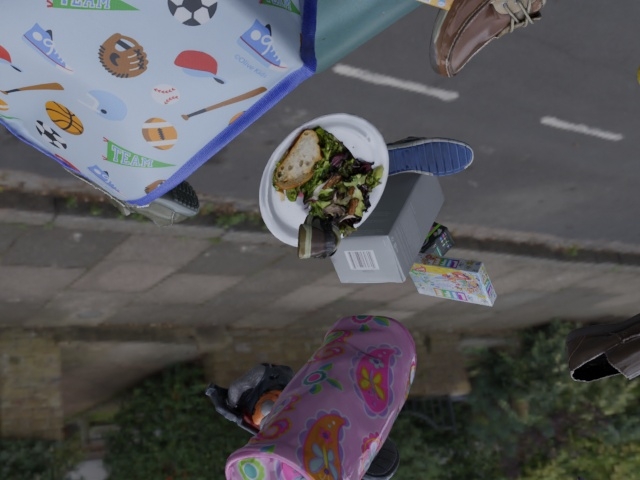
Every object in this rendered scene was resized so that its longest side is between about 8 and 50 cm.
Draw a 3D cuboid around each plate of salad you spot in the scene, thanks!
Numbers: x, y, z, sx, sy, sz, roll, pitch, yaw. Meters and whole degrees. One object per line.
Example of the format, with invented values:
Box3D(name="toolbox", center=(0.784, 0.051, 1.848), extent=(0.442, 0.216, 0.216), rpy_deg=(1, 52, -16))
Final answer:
Box3D(name="plate of salad", center=(0.012, -0.073, 1.114), extent=(0.200, 0.048, 0.200), rpy_deg=(-16, 126, -25))

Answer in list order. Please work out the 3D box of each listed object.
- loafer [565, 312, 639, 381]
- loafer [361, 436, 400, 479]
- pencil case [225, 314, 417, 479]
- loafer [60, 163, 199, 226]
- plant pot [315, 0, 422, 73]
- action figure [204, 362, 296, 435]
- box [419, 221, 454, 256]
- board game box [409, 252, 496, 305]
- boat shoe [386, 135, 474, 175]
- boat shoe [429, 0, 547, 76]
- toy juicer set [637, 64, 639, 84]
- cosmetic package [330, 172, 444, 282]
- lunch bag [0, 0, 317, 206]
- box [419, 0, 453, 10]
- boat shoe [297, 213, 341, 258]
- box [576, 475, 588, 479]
Box3D(name="loafer", center=(0.693, 0.246, 1.810), extent=(0.134, 0.130, 0.366), rpy_deg=(36, 146, -20))
Box3D(name="loafer", center=(0.086, 0.413, 1.600), extent=(0.109, 0.095, 0.302), rpy_deg=(16, -167, -3))
Box3D(name="pencil case", center=(0.009, 0.185, 0.871), extent=(0.124, 0.124, 0.284), rpy_deg=(-18, -164, 31))
Box3D(name="loafer", center=(-0.297, -0.079, 1.263), extent=(0.087, 0.094, 0.251), rpy_deg=(-38, 136, 22))
Box3D(name="plant pot", center=(0.044, -0.479, 1.400), extent=(0.334, 0.341, 0.341), rpy_deg=(-37, 153, 21))
Box3D(name="action figure", center=(-0.042, 0.352, 1.674), extent=(0.341, 0.178, 0.330), rpy_deg=(34, -177, -24))
Box3D(name="box", center=(0.213, 0.008, 1.658), extent=(0.062, 0.083, 0.052), rpy_deg=(28, 157, 47))
Box3D(name="board game box", center=(0.240, 0.071, 1.549), extent=(0.154, 0.026, 0.103), rpy_deg=(8, 145, 36))
Box3D(name="boat shoe", center=(0.166, -0.149, 1.401), extent=(0.183, 0.066, 0.066), rpy_deg=(0, -154, 14))
Box3D(name="boat shoe", center=(0.285, -0.380, 1.267), extent=(0.116, 0.324, 0.123), rpy_deg=(34, 175, 25))
Box3D(name="toy juicer set", center=(0.524, -0.193, 1.076), extent=(0.209, 0.329, 0.089), rpy_deg=(-7, -158, 6))
Box3D(name="cosmetic package", center=(0.114, -0.038, 1.431), extent=(0.127, 0.107, 0.238), rpy_deg=(-2, -147, 33))
Box3D(name="lunch bag", center=(-0.238, -0.233, 0.942), extent=(0.328, 0.239, 0.385), rpy_deg=(35, 130, -25))
Box3D(name="box", center=(0.104, -0.346, 1.100), extent=(0.081, 0.136, 0.028), rpy_deg=(-4, 123, -50))
Box3D(name="boat shoe", center=(0.000, 0.000, 1.015), extent=(0.049, 0.056, 0.152), rpy_deg=(7, -170, 3))
Box3D(name="box", center=(0.541, 0.502, 1.582), extent=(0.094, 0.027, 0.137), rpy_deg=(23, -172, 3))
